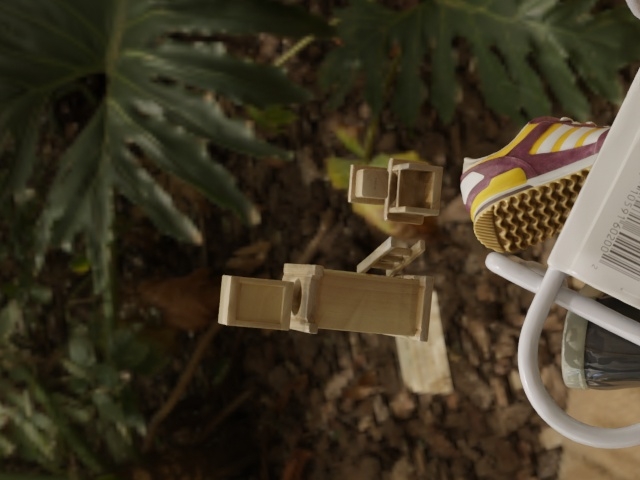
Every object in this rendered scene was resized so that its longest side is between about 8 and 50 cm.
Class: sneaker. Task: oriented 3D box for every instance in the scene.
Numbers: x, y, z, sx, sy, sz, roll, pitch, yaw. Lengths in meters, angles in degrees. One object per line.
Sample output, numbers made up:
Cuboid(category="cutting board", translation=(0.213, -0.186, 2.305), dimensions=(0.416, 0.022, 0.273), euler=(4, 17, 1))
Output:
Cuboid(category="sneaker", translation=(0.186, -0.060, 0.847), dimensions=(0.070, 0.185, 0.084), euler=(64, -169, -45))
Cuboid(category="sneaker", translation=(0.250, 0.046, 0.844), dimensions=(0.118, 0.222, 0.083), euler=(7, 118, 24))

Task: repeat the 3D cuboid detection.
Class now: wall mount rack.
Cuboid(category="wall mount rack", translation=(0.285, -0.011, 0.766), dimensions=(0.304, 0.130, 0.350), euler=(28, 96, 22))

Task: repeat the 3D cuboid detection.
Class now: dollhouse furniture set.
Cuboid(category="dollhouse furniture set", translation=(0.000, 0.000, 1.083), dimensions=(0.101, 0.181, 0.161), euler=(179, 97, -72))
